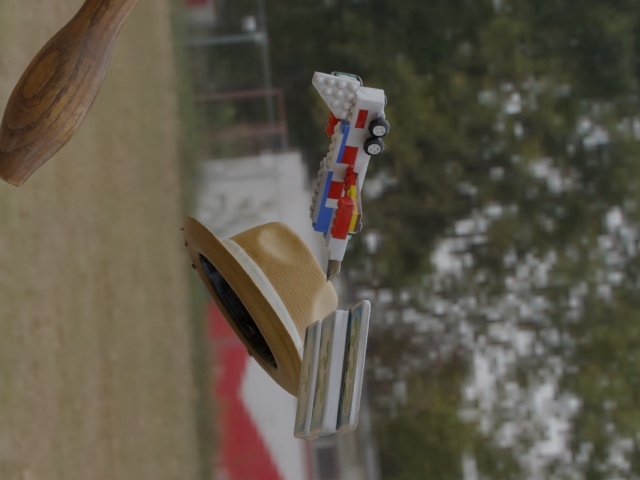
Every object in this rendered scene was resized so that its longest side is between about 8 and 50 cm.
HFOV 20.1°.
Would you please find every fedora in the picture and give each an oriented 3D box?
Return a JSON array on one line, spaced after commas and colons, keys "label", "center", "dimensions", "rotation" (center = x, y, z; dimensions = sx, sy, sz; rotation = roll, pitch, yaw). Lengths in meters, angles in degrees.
[{"label": "fedora", "center": [-0.040, 0.040, 1.505], "dimensions": [0.194, 0.079, 0.194], "rotation": [53, -11, 16]}]

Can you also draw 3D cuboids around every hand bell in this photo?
[{"label": "hand bell", "center": [-0.098, -0.133, 0.925], "dimensions": [0.242, 0.126, 0.126], "rotation": [-59, -173, 5]}]

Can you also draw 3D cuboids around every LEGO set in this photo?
[{"label": "LEGO set", "center": [0.000, 0.000, 1.142], "dimensions": [0.182, 0.060, 0.244], "rotation": [141, -43, -77]}]
